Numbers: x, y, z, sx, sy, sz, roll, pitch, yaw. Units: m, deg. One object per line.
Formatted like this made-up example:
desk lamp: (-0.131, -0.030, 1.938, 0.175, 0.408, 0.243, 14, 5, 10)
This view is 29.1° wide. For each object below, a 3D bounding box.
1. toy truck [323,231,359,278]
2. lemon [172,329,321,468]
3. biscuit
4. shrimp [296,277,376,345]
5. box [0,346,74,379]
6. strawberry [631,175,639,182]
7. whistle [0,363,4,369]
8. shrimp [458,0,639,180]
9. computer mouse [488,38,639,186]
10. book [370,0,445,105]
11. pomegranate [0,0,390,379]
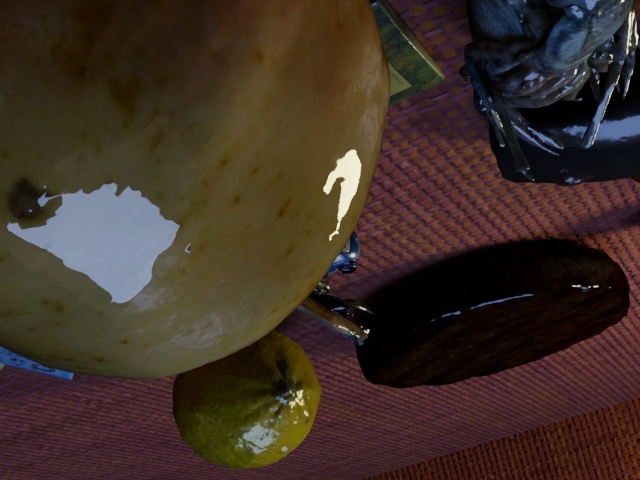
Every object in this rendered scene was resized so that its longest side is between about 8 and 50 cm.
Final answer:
toy truck: (0.000, 0.000, 1.365, 0.073, 0.056, 0.090, -15, 149, 16)
lemon: (-0.101, 0.211, 1.667, 0.192, 0.192, 0.231, -2, 166, -30)
biscuit: (0.243, 0.108, 1.777, 0.407, 0.091, 0.407, -11, 159, -4)
shrimp: (0.001, 0.068, 1.446, 0.046, 0.152, 0.219, -61, 163, 3)
box: (-0.319, 0.045, 1.102, 0.232, 0.083, 0.142, 14, 154, -10)
strawberry: (0.411, -0.100, 1.319, 0.192, 0.085, 0.140, -6, 161, -17)
whistle: (-0.391, 0.108, 1.313, 0.123, 0.123, 0.223, -5, 173, -24)
shrimp: (0.160, -0.135, 0.930, 0.172, 0.137, 0.372, -51, 159, -10)
computer mouse: (0.296, -0.115, 1.172, 0.269, 0.100, 0.170, -20, 158, 16)
book: (-0.026, -0.127, 1.031, 0.228, 0.024, 0.160, -20, 158, 19)
pomegranate: (-0.132, -0.068, 0.641, 0.342, 0.342, 0.342, -12, 161, -4)
